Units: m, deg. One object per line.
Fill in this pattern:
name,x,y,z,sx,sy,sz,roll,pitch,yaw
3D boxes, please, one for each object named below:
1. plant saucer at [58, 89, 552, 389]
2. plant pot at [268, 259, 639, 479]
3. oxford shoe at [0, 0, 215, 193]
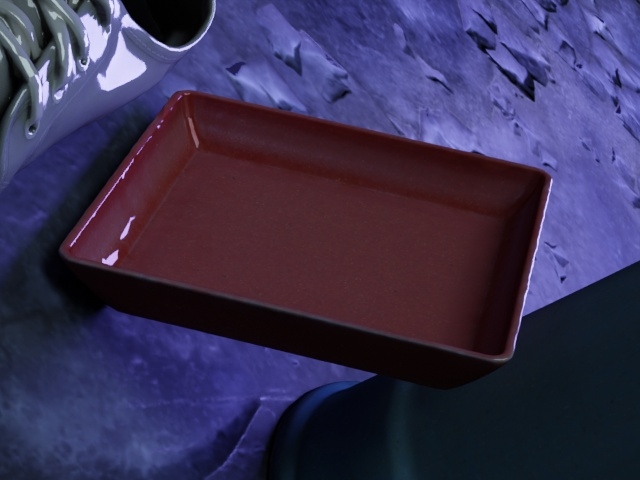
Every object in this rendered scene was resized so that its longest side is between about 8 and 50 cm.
plant saucer,0.000,0.000,1.121,0.259,0.047,0.258,12,28,7
plant pot,0.203,0.159,1.106,0.341,0.334,0.341,42,28,-28
oxford shoe,-0.182,-0.105,0.972,0.169,0.130,0.449,56,26,-4
